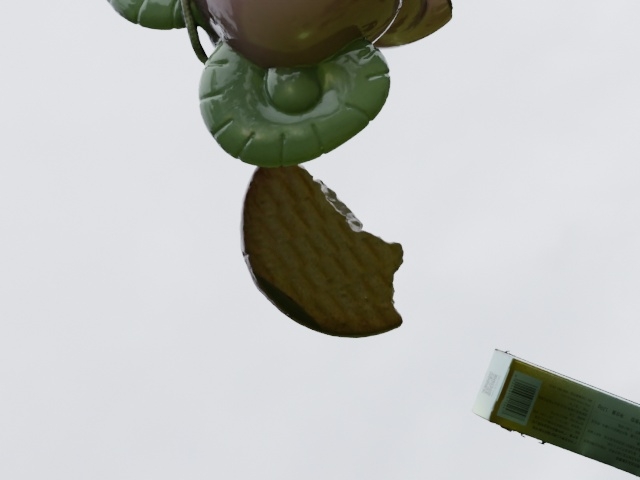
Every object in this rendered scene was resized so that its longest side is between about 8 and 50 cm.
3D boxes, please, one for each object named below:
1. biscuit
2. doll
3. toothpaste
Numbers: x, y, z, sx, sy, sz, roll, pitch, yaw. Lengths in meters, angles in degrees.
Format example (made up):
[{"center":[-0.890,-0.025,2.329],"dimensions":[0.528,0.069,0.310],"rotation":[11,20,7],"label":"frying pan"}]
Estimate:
[{"center":[0.000,0.000,1.614],"dimensions":[0.176,0.228,0.031],"rotation":[-10,-6,-11],"label":"biscuit"},{"center":[-0.023,-0.205,1.242],"dimensions":[0.268,0.284,0.216],"rotation":[-33,-20,-11],"label":"doll"},{"center":[0.338,0.221,1.734],"dimensions":[0.313,0.089,0.071],"rotation":[21,-3,-14],"label":"toothpaste"}]
